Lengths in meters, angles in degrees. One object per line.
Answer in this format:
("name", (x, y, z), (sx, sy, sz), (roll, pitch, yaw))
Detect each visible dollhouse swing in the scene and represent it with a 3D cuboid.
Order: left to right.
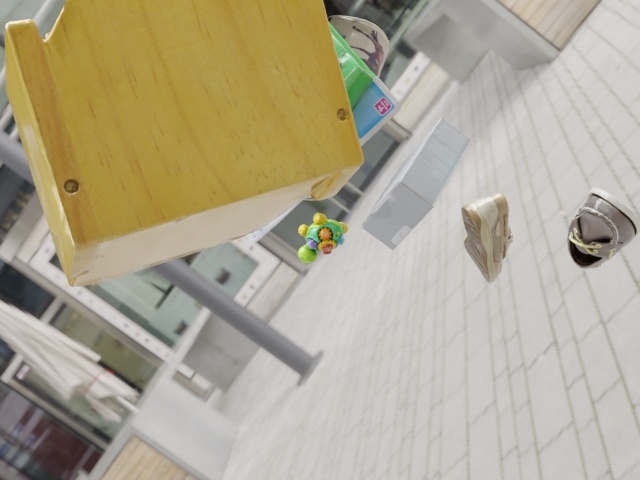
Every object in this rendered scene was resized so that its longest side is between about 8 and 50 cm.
("dollhouse swing", (-0.183, -0.122, 0.977), (0.346, 0.315, 0.305), (-19, 9, -26))

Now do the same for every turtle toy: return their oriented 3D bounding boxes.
("turtle toy", (0.000, 0.000, 1.754), (0.130, 0.095, 0.066), (-37, 50, 32))

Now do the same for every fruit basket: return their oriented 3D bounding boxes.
("fruit basket", (-0.086, -0.228, 1.392), (0.353, 0.327, 0.165), (-40, -21, 10))

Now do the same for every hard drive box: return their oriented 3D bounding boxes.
("hard drive box", (0.203, -0.120, 1.694), (0.232, 0.089, 0.181), (-54, 2, -37))

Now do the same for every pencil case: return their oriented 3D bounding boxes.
("pencil case", (0.002, -0.288, 1.754), (0.160, 0.183, 0.411), (58, -130, -65))

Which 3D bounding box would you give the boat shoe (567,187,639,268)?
("boat shoe", (0.532, -0.014, 1.544), (0.097, 0.116, 0.324), (-47, -18, 2))

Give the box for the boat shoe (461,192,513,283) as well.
("boat shoe", (0.433, 0.001, 2.014), (0.110, 0.122, 0.341), (-29, -30, -2))
